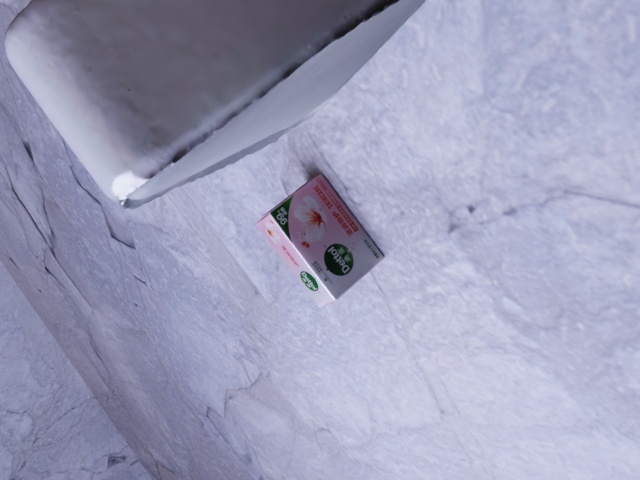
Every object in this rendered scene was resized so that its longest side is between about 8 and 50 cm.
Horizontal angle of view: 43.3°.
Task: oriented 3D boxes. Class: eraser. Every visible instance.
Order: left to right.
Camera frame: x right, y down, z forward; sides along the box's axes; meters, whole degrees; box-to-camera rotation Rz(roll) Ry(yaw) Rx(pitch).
[{"bbox_3d":[-0.070,-0.158,0.611,0.150,0.331,0.331,52,150,-2],"label":"eraser"}]

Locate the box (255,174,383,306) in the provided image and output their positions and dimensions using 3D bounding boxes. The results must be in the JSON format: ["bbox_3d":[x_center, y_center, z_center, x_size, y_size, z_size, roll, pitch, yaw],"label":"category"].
[{"bbox_3d":[0.000,0.000,0.913,0.125,0.089,0.043,52,150,-5],"label":"box"}]
